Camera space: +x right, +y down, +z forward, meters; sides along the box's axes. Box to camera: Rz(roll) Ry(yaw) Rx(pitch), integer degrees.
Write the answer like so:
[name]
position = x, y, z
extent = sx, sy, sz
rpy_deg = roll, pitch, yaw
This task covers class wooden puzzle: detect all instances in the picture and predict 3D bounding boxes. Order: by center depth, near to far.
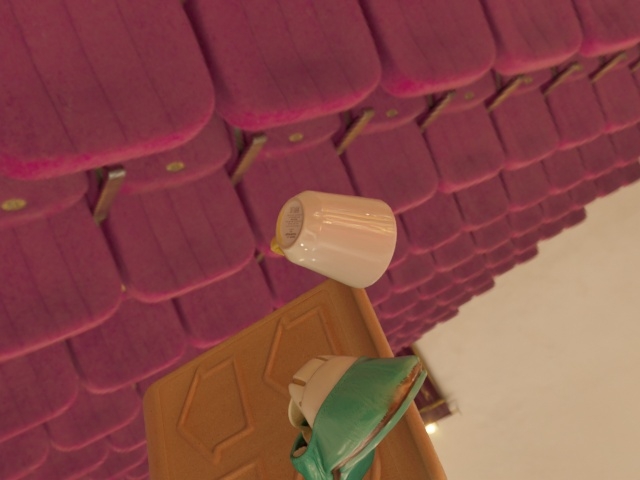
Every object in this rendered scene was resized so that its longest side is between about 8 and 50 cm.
[wooden puzzle]
position = -0.047, 0.233, 0.766
extent = 0.348, 0.322, 0.080
rpy_deg = -35, 133, 12

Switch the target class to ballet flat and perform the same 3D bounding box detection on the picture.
[ballet flat]
position = 0.011, 0.139, 0.532
extent = 0.083, 0.087, 0.247
rpy_deg = -45, 163, -30

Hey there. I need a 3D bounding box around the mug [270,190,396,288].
[mug]
position = 0.002, 0.001, 0.450
extent = 0.064, 0.062, 0.078
rpy_deg = 14, 128, -34
